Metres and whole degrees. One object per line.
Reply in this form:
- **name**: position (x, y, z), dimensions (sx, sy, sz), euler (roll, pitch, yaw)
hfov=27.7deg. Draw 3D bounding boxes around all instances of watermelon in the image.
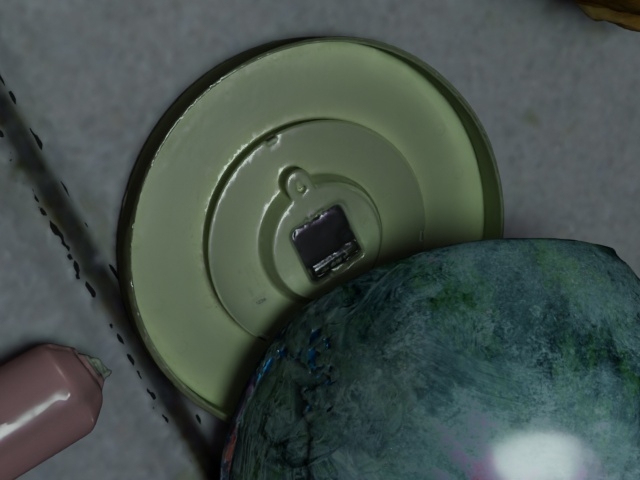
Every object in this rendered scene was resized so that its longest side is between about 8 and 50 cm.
- **watermelon**: position (0.062, 0.154, 0.706), dimensions (0.188, 0.175, 0.322), euler (6, 105, -28)

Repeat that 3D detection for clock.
- **clock**: position (0.000, 0.000, 0.747), dimensions (0.235, 0.029, 0.235), euler (-5, 103, -22)

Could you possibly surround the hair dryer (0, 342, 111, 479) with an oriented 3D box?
- **hair dryer**: position (-0.244, 0.170, 0.639), dimensions (0.352, 0.125, 0.210), euler (-30, 112, -22)

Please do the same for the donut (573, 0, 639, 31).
- **donut**: position (0.211, -0.264, 0.679), dimensions (0.299, 0.150, 0.317), euler (17, 103, -15)
